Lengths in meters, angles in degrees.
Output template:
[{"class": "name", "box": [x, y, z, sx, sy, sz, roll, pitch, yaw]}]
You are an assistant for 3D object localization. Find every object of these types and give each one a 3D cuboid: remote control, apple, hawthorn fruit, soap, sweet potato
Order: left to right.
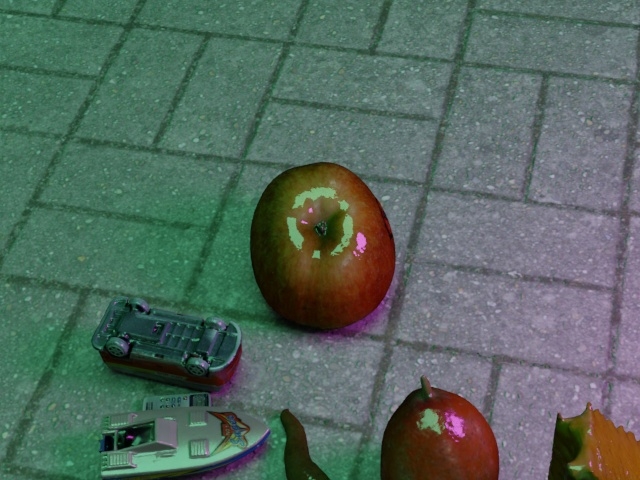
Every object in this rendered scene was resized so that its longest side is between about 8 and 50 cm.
[{"class": "remote control", "box": [-0.256, 0.298, 2.074, 0.124, 0.018, 0.053, -4, 50, 1]}, {"class": "sweet potato", "box": [-0.030, 0.379, 1.964, 0.069, 0.059, 0.249, -6, 42, -28]}, {"class": "apple", "box": [0.000, 0.000, 2.165, 0.277, 0.250, 0.309, -27, 55, -19]}, {"class": "hawthorn fruit", "box": [0.182, 0.326, 1.872, 0.199, 0.251, 0.199, -13, 20, 5]}, {"class": "soap", "box": [0.499, 0.376, 1.739, 0.304, 0.339, 0.169, -4, 50, 3]}]

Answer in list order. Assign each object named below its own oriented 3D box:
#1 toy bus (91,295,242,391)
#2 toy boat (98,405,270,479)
[{"class": "toy bus", "box": [-0.267, 0.194, 2.098, 0.265, 0.120, 0.121, 10, 50, 13]}, {"class": "toy boat", "box": [-0.232, 0.340, 1.988, 0.295, 0.088, 0.129, -6, 49, -1]}]
